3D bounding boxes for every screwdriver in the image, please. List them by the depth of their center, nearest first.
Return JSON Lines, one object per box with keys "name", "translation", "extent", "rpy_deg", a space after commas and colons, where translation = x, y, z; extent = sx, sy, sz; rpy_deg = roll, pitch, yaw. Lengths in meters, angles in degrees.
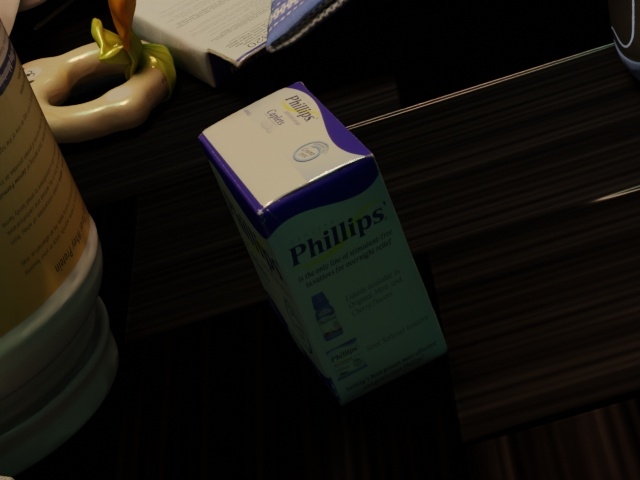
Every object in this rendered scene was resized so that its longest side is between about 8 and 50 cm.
{"name": "screwdriver", "translation": [-0.210, -0.237, 1.723], "extent": [0.025, 0.024, 0.170], "rpy_deg": [33, 51, 22]}

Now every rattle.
{"name": "rattle", "translation": [-0.223, -0.147, 1.469], "extent": [0.199, 0.143, 0.130], "rpy_deg": [3, 55, 27]}

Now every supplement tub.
{"name": "supplement tub", "translation": [-0.262, -0.024, 1.088], "extent": [0.228, 0.316, 0.228], "rpy_deg": [-16, 29, 9]}

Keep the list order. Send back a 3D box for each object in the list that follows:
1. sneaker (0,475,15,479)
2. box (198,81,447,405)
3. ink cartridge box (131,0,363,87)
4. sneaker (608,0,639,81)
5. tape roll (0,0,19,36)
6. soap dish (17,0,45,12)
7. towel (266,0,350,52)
{"name": "sneaker", "translation": [-0.161, 0.161, 0.925], "extent": [0.115, 0.105, 0.281], "rpy_deg": [-35, 31, -24]}
{"name": "box", "translation": [0.000, 0.000, 1.059], "extent": [0.072, 0.137, 0.126], "rpy_deg": [-26, 29, -8]}
{"name": "ink cartridge box", "translation": [-0.025, -0.203, 1.521], "extent": [0.223, 0.045, 0.224], "rpy_deg": [-32, 31, -17]}
{"name": "sneaker", "translation": [0.213, -0.216, 1.251], "extent": [0.081, 0.090, 0.232], "rpy_deg": [-17, 56, 34]}
{"name": "tape roll", "translation": [-0.384, -0.206, 1.530], "extent": [0.246, 0.169, 0.246], "rpy_deg": [-22, 54, 33]}
{"name": "soap dish", "translation": [-0.247, -0.320, 1.762], "extent": [0.291, 0.118, 0.229], "rpy_deg": [-37, 23, -29]}
{"name": "towel", "translation": [0.045, -0.308, 1.445], "extent": [0.243, 0.040, 0.336], "rpy_deg": [-38, 29, 27]}
